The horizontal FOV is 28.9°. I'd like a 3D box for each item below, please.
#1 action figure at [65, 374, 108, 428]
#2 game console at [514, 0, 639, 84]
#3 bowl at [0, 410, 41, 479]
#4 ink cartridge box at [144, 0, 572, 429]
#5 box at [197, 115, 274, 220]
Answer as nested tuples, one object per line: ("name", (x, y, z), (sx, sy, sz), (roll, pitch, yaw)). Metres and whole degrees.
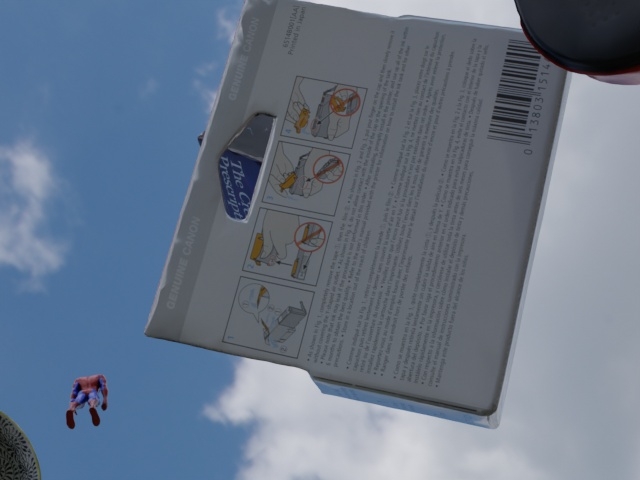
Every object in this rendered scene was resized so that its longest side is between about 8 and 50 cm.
("action figure", (-0.227, 0.155, 1.215), (0.038, 0.115, 0.030), (-11, -74, -2))
("game console", (0.233, -0.307, 0.705), (0.342, 0.387, 0.060), (-28, -28, 33))
("bowl", (-0.347, 0.236, 1.175), (0.170, 0.080, 0.170), (1, -101, -8))
("ink cartridge box", (0.036, -0.031, 0.941), (0.066, 0.261, 0.296), (64, -141, -68))
("box", (0.000, 0.000, 1.244), (0.103, 0.184, 0.261), (-43, -44, -32))
